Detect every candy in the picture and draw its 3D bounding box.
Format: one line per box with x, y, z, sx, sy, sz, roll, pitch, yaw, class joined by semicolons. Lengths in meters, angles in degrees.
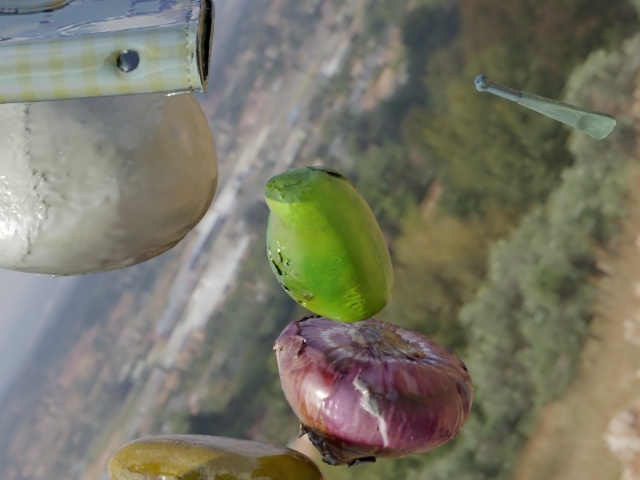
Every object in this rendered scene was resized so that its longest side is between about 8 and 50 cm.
-0.235;-0.078;1.708;0.295;0.295;0.185;-77;-21;-64;candy

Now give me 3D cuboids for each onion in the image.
0.050;0.178;2.034;0.230;0.230;0.163;-106;31;-80;onion

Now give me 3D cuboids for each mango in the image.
0.000;0.000;1.907;0.125;0.233;0.111;-19;50;15;mango
-0.112;0.281;2.064;0.167;0.262;0.130;19;-99;-63;mango

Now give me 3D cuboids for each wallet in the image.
-0.239;-0.157;1.432;0.223;0.309;0.077;-90;-3;-68;wallet

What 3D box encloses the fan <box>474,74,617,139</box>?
0.262;-0.158;2.146;0.038;0.193;0.016;-50;34;39;fan
